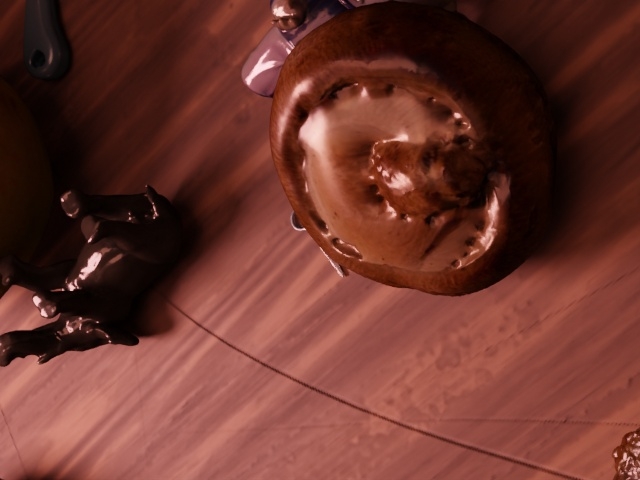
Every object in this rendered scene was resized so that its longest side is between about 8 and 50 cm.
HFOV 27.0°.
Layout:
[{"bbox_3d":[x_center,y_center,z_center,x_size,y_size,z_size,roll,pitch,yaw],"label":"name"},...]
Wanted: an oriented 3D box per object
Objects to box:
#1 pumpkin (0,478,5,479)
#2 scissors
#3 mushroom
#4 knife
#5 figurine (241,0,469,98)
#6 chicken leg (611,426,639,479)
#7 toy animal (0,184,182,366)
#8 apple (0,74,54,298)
[{"bbox_3d":[-0.361,0.348,1.393,0.211,0.152,0.212,-1,89,39],"label":"pumpkin"},{"bbox_3d":[0.000,0.000,1.235,0.036,0.006,0.083,-41,70,29],"label":"scissors"},{"bbox_3d":[0.074,-0.071,1.083,0.253,0.153,0.253,16,126,24],"label":"mushroom"},{"bbox_3d":[-0.292,-0.291,1.416,0.058,0.032,0.244,-7,83,36],"label":"knife"},{"bbox_3d":[0.021,-0.221,1.146,0.274,0.133,0.194,-23,89,36],"label":"figurine"},{"bbox_3d":[0.277,0.139,1.027,0.085,0.069,0.198,12,91,57],"label":"chicken leg"},{"bbox_3d":[-0.224,0.044,1.303,0.245,0.146,0.115,-37,65,27],"label":"toy animal"},{"bbox_3d":[-0.444,-0.056,1.353,0.338,0.305,0.339,-24,58,44],"label":"apple"}]
